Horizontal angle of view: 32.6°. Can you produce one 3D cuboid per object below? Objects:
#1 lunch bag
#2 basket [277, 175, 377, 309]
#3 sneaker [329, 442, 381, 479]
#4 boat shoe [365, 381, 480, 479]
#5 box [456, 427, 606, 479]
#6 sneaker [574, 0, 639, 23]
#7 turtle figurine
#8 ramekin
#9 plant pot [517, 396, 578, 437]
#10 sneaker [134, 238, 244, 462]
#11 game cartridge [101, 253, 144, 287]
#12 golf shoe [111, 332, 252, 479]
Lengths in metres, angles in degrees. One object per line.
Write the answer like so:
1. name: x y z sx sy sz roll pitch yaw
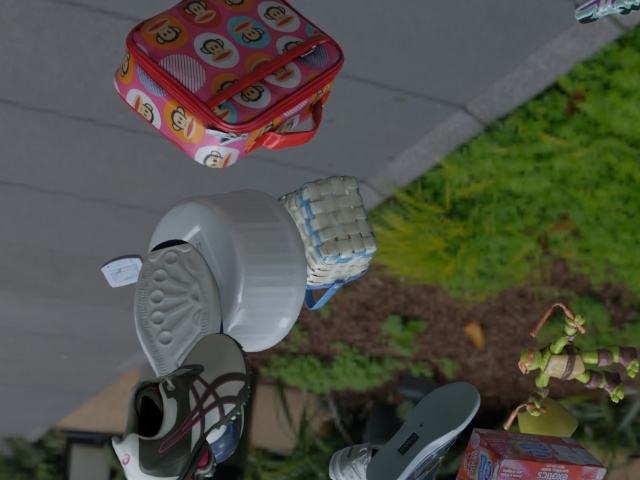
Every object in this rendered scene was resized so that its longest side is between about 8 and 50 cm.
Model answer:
1. lunch bag: -0.111 -0.226 1.526 0.258 0.293 0.120 42 138 9
2. basket: 0.000 0.000 2.408 0.201 0.255 0.289 -10 166 -29
3. sneaker: 0.153 0.445 1.914 0.281 0.105 0.115 30 140 -15
4. boat shoe: 0.140 0.261 1.416 0.183 0.065 0.083 -43 143 0
5. box: 0.419 0.466 2.186 0.256 0.123 0.128 10 -165 -25
6. sneaker: 0.384 -0.333 1.456 0.098 0.069 0.038 -10 166 13
7. turtle figurine: 0.438 0.229 1.945 0.217 0.087 0.270 11 113 -12
8. ramekin: -0.166 0.051 1.816 0.277 0.277 0.135 -20 167 42
9. plant pot: 0.505 0.410 2.500 0.095 0.134 0.134 53 143 -6
10. sneaker: -0.198 0.185 1.688 0.130 0.323 0.236 -13 159 -4
11. game cartridge: -0.359 0.054 2.017 0.083 0.017 0.056 -14 123 17
12. golf shoe: -0.164 0.194 1.336 0.105 0.273 0.120 -16 123 25
